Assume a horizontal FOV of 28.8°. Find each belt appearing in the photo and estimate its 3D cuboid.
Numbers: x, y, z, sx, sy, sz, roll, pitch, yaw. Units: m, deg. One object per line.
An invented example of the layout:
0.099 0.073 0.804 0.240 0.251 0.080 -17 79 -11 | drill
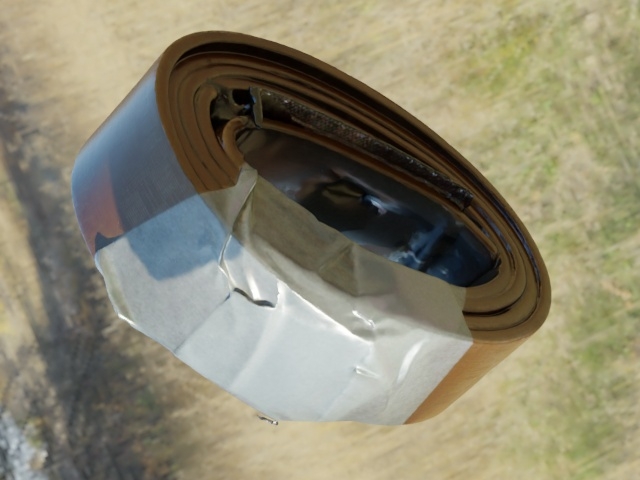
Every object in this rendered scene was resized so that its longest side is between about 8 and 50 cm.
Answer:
0.000 0.000 0.678 0.105 0.261 0.184 -43 35 36 | belt
